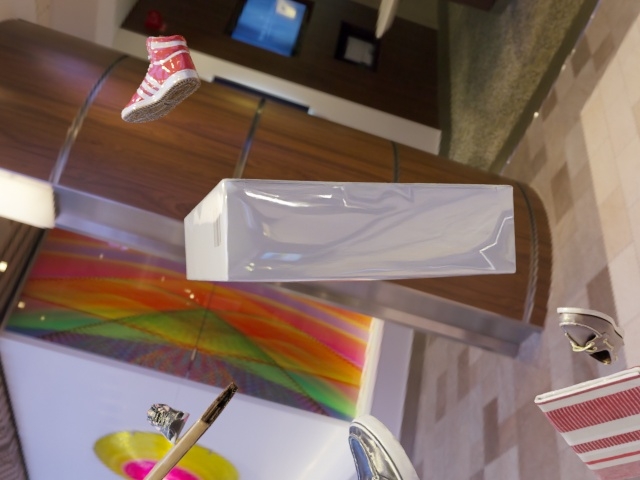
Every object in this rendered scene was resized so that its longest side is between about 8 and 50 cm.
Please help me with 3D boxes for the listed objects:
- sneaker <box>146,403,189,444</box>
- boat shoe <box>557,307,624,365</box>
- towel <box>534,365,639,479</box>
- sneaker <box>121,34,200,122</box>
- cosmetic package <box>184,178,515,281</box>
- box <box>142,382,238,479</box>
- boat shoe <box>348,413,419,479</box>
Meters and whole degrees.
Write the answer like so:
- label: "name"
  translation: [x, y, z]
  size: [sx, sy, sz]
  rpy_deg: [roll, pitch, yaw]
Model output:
- label: "sneaker"
  translation: [-0.340, 0.390, 1.384]
  size: [0.178, 0.077, 0.072]
  rpy_deg: [-28, 35, 65]
- label: "boat shoe"
  translation: [0.693, 0.246, 1.639]
  size: [0.116, 0.324, 0.097]
  rpy_deg: [4, 74, 42]
- label: "towel"
  translation: [0.649, 0.406, 1.388]
  size: [0.237, 0.329, 0.037]
  rpy_deg: [-28, 27, 30]
- label: "sneaker"
  translation: [-0.180, -0.177, 0.696]
  size: [0.118, 0.042, 0.067]
  rpy_deg: [-22, 80, 35]
- label: "cosmetic package"
  translation: [0.000, 0.000, 0.751]
  size: [0.377, 0.284, 0.098]
  rpy_deg: [169, 98, -73]
- label: "box"
  translation: [-0.215, 0.319, 0.987]
  size: [0.201, 0.021, 0.164]
  rpy_deg: [-49, -1, 9]
- label: "boat shoe"
  translation: [0.094, 0.396, 0.931]
  size: [0.108, 0.102, 0.301]
  rpy_deg: [103, 147, -47]
